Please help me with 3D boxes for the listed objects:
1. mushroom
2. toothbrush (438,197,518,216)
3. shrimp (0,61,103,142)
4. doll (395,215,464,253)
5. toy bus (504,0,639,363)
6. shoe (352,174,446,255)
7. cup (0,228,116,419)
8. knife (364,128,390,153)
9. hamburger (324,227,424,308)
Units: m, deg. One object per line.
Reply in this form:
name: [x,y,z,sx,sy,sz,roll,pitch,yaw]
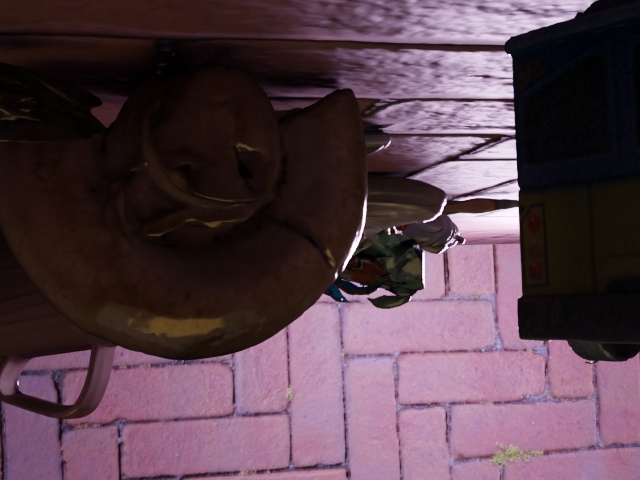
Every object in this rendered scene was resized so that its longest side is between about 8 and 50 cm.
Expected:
mushroom: [-0.080,-0.016,0.666,0.254,0.189,0.195,-9,180,-20]
toothbrush: [0.242,-0.054,1.590,0.375,0.028,0.037,-3,-176,13]
shrimp: [-0.240,-0.089,0.476,0.296,0.058,0.169,3,173,-25]
doll: [0.166,-0.024,1.736,0.180,0.079,0.094,12,173,-9]
toy bus: [0.256,-0.029,0.565,0.312,0.190,0.152,1,175,-40]
shoe: [0.000,0.000,1.281,0.316,0.159,0.124,0,176,13]
cup: [-0.364,0.071,1.315,0.273,0.288,0.208,-7,139,24]
knife: [-0.077,-0.077,0.982,0.343,0.027,0.061,-4,172,31]
hamburger: [0.034,-0.008,1.504,0.276,0.150,0.260,13,159,0]
